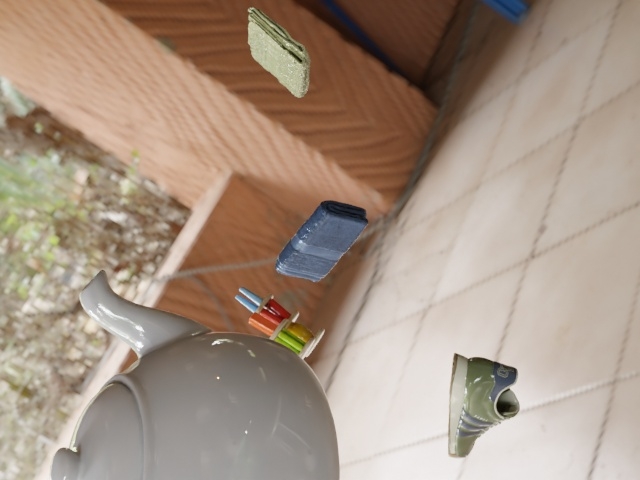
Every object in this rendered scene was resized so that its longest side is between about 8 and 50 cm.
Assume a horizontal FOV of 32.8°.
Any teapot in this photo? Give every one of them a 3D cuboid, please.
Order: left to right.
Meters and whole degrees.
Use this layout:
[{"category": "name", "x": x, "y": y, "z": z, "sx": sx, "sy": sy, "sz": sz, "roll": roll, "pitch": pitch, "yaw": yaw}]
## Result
[{"category": "teapot", "x": -0.115, "y": 0.189, "z": 0.840, "sx": 0.256, "sy": 0.187, "sz": 0.253, "roll": 41, "pitch": 118, "yaw": 56}]

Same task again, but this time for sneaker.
[{"category": "sneaker", "x": 0.203, "y": 0.213, "z": 1.348, "sx": 0.192, "sy": 0.086, "sz": 0.064, "roll": 85, "pitch": -167, "yaw": -46}]

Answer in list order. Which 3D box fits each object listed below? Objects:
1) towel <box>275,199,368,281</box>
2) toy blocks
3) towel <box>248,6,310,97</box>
[{"category": "towel", "x": 0.000, "y": 0.000, "z": 1.245, "sx": 0.119, "sy": 0.067, "sz": 0.029, "roll": -50, "pitch": 38, "yaw": 39}, {"category": "toy blocks", "x": -0.075, "y": 0.125, "z": 1.673, "sx": 0.054, "sy": 0.148, "sz": 0.123, "roll": -58, "pitch": -7, "yaw": 12}, {"category": "towel", "x": -0.055, "y": -0.256, "z": 1.489, "sx": 0.027, "sy": 0.110, "sz": 0.148, "roll": -44, "pitch": -10, "yaw": -12}]
